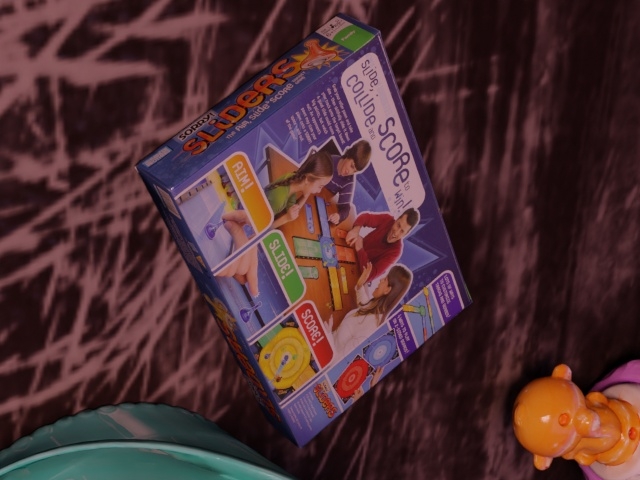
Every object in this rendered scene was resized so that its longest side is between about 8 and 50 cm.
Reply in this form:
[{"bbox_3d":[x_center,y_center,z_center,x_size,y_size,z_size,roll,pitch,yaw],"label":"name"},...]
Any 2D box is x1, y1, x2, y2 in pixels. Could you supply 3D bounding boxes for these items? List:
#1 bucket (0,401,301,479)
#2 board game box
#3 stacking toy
[{"bbox_3d":[-0.080,0.226,0.725,0.281,0.183,0.281,-20,125,-32],"label":"bucket"},{"bbox_3d":[0.000,0.000,0.770,0.136,0.035,0.201,-38,133,-18],"label":"board game box"},{"bbox_3d":[0.240,0.141,0.992,0.302,0.166,0.175,15,88,-33],"label":"stacking toy"}]
